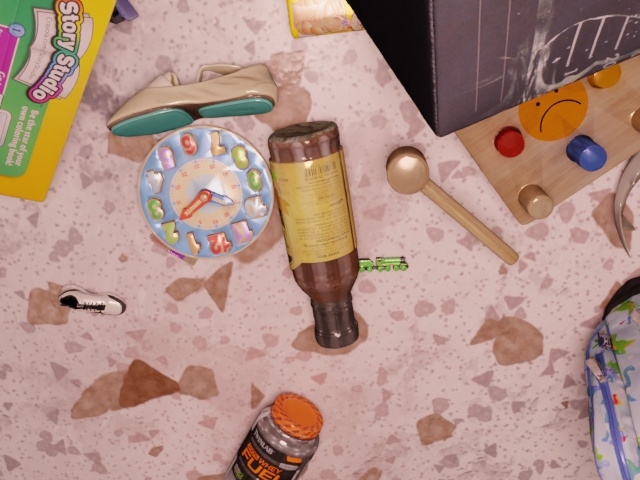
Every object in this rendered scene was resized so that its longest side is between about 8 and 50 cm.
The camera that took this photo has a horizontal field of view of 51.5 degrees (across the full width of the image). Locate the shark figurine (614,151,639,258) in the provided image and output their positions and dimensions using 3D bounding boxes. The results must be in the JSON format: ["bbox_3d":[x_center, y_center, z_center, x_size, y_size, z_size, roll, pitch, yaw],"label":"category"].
[{"bbox_3d":[0.508,-0.119,0.945,0.278,0.116,0.166,-41,104,13],"label":"shark figurine"}]

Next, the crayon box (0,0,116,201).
[{"bbox_3d":[-0.450,-0.231,0.799,0.313,0.106,0.363,10,133,-33],"label":"crayon box"}]

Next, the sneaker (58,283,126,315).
[{"bbox_3d":[-0.372,0.104,1.076,0.109,0.044,0.040,12,109,-6],"label":"sneaker"}]

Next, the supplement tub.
[{"bbox_3d":[-0.077,0.363,1.135,0.117,0.117,0.190,25,109,-9],"label":"supplement tub"}]

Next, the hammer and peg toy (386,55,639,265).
[{"bbox_3d":[0.279,-0.149,0.927,0.361,0.127,0.266,-37,109,14],"label":"hammer and peg toy"}]

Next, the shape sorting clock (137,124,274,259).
[{"bbox_3d":[-0.173,-0.070,1.000,0.206,0.040,0.206,-1,109,-2],"label":"shape sorting clock"}]

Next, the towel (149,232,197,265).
[{"bbox_3d":[-0.222,-0.003,1.050,0.083,0.009,0.060,34,107,-13],"label":"towel"}]

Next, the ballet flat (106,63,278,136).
[{"bbox_3d":[-0.183,-0.205,0.942,0.248,0.086,0.086,-8,111,2],"label":"ballet flat"}]

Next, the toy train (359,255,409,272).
[{"bbox_3d":[0.099,0.038,1.060,0.083,0.017,0.024,-3,101,2],"label":"toy train"}]

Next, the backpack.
[{"bbox_3d":[0.512,0.254,0.960,0.273,0.355,0.290,-24,110,10],"label":"backpack"}]

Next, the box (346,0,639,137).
[{"bbox_3d":[0.243,-0.416,0.571,0.471,0.297,0.480,-24,147,-3],"label":"box"}]

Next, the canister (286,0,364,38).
[{"bbox_3d":[0.039,-0.339,0.883,0.169,0.073,0.126,-6,111,4],"label":"canister"}]

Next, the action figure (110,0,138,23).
[{"bbox_3d":[-0.408,-0.369,0.826,0.330,0.178,0.341,-39,104,24],"label":"action figure"}]

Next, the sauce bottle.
[{"bbox_3d":[0.000,0.000,0.995,0.111,0.111,0.344,-8,110,4],"label":"sauce bottle"}]
